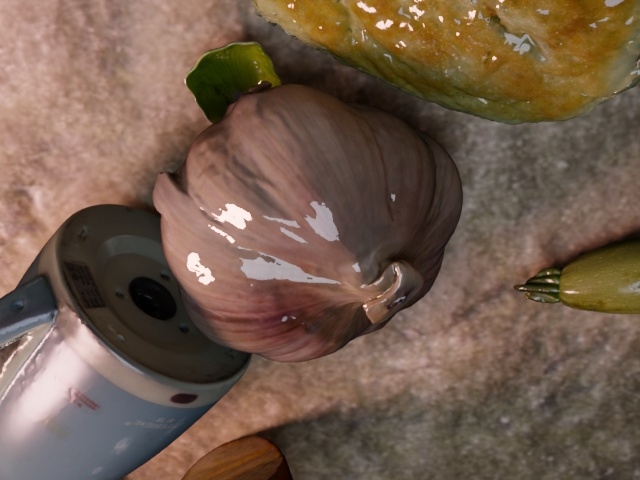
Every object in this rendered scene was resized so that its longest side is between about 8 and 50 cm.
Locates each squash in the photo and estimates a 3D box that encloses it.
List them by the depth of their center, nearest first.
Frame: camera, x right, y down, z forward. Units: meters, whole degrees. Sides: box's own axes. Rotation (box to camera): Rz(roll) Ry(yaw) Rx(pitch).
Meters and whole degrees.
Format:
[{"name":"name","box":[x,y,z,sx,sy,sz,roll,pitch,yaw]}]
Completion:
[{"name":"squash","box":[0.379,0.034,1.788,0.341,0.094,0.094,-8,122,7]}]

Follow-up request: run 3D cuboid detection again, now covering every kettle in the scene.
[{"name":"kettle","box":[-0.293,0.152,1.775,0.320,0.247,0.342,13,132,-41]}]

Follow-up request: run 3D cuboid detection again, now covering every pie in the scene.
[{"name":"pie","box":[0.148,-0.282,1.555,0.395,0.180,0.418,37,129,-13]}]

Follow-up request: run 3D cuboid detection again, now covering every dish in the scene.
[{"name":"dish","box":[-0.080,-0.151,1.715,0.091,0.039,0.137,-22,123,8]}]

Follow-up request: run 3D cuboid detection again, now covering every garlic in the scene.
[{"name":"garlic","box":[-0.006,-0.009,1.685,0.322,0.241,0.322,-1,142,-1]}]

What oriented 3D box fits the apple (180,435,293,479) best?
[{"name":"apple","box":[-0.169,0.367,1.835,0.295,0.365,0.328,16,87,-10]}]
